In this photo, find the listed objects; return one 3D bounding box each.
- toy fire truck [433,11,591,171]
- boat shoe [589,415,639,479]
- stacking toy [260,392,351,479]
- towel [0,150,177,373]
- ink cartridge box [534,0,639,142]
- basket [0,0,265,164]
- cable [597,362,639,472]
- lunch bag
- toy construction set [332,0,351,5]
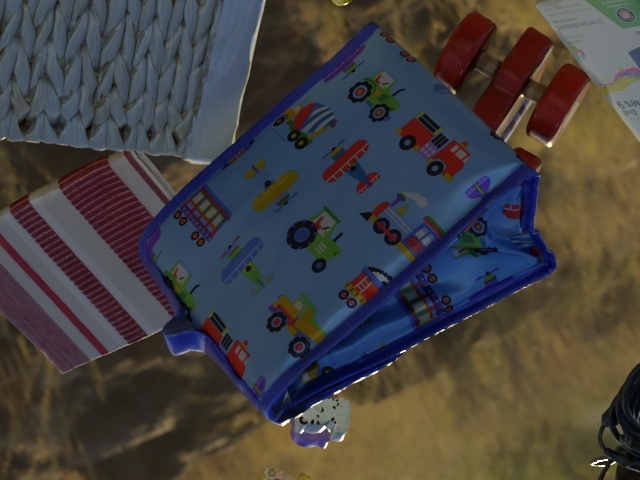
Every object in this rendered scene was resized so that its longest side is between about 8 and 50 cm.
[{"bbox_3d":[0.195,-0.115,1.992,0.302,0.169,0.254,-58,170,-16],"label":"toy fire truck"},{"bbox_3d":[0.428,0.290,2.001,0.500,0.156,0.187,-26,176,-35],"label":"boat shoe"},{"bbox_3d":[-0.008,0.135,1.535,0.052,0.221,0.167,15,141,-7],"label":"stacking toy"},{"bbox_3d":[-0.272,0.025,1.957,0.329,0.237,0.037,-23,-151,32],"label":"towel"},{"bbox_3d":[0.348,-0.203,1.665,0.093,0.212,0.154,-52,-155,-20],"label":"ink cartridge box"},{"bbox_3d":[-0.202,-0.279,1.380,0.266,0.328,0.331,1,122,-19],"label":"basket"},{"bbox_3d":[0.371,0.174,1.566,0.047,0.184,0.151,-78,-172,-63],"label":"cable"},{"bbox_3d":[0.000,0.000,1.283,0.293,0.221,0.138,-34,141,-10],"label":"lunch bag"},{"bbox_3d":[0.072,-0.441,1.931,0.215,0.328,0.151,-19,148,9],"label":"toy construction set"}]
